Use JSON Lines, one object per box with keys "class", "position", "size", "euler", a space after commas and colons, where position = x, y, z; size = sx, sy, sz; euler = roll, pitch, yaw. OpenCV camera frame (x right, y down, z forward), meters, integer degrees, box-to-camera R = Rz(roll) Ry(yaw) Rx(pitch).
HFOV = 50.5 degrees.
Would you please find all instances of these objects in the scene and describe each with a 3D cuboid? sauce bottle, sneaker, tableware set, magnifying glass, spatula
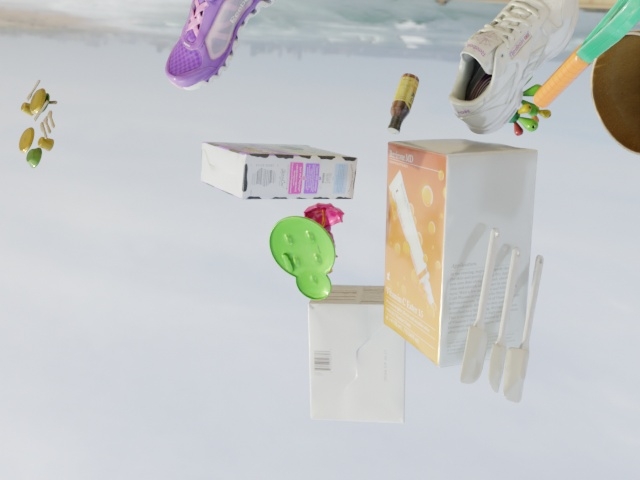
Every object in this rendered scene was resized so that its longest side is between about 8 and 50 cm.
{"class": "sauce bottle", "position": [0.164, -0.274, 1.365], "size": [0.042, 0.128, 0.042], "euler": [18, 166, 5]}
{"class": "sneaker", "position": [-0.149, -0.323, 0.946], "size": [0.095, 0.236, 0.104], "euler": [40, -175, 25]}
{"class": "tableware set", "position": [-0.486, -0.197, 1.166], "size": [0.024, 0.104, 0.154], "euler": [21, -153, -47]}
{"class": "magnifying glass", "position": [0.282, -0.205, 0.685], "size": [0.026, 0.092, 0.231], "euler": [36, 157, 4]}
{"class": "sneaker", "position": [0.319, -0.325, 1.120], "size": [0.114, 0.305, 0.152], "euler": [36, -167, 36]}
{"class": "spatula", "position": [0.285, 0.116, 1.044], "size": [0.168, 0.242, 0.019], "euler": [24, 162, -34]}

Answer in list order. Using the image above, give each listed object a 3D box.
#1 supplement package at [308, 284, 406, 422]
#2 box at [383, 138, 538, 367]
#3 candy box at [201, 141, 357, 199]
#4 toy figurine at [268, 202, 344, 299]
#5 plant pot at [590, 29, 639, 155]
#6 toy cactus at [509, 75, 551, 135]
{"class": "supplement package", "position": [0.083, 0.239, 1.462], "size": [0.203, 0.262, 0.145], "euler": [1, -168, 8]}
{"class": "box", "position": [0.229, 0.008, 1.161], "size": [0.168, 0.346, 0.215], "euler": [-5, -166, -19]}
{"class": "candy box", "position": [-0.068, -0.112, 1.075], "size": [0.196, 0.070, 0.164], "euler": [-2, -165, -31]}
{"class": "toy figurine", "position": [0.000, 0.000, 1.287], "size": [0.130, 0.173, 0.159], "euler": [-8, -157, 27]}
{"class": "plant pot", "position": [0.698, -0.315, 1.292], "size": [0.254, 0.237, 0.237], "euler": [-22, -157, -14]}
{"class": "toy cactus", "position": [0.423, -0.324, 1.570], "size": [0.180, 0.219, 0.112], "euler": [-15, 158, 5]}
